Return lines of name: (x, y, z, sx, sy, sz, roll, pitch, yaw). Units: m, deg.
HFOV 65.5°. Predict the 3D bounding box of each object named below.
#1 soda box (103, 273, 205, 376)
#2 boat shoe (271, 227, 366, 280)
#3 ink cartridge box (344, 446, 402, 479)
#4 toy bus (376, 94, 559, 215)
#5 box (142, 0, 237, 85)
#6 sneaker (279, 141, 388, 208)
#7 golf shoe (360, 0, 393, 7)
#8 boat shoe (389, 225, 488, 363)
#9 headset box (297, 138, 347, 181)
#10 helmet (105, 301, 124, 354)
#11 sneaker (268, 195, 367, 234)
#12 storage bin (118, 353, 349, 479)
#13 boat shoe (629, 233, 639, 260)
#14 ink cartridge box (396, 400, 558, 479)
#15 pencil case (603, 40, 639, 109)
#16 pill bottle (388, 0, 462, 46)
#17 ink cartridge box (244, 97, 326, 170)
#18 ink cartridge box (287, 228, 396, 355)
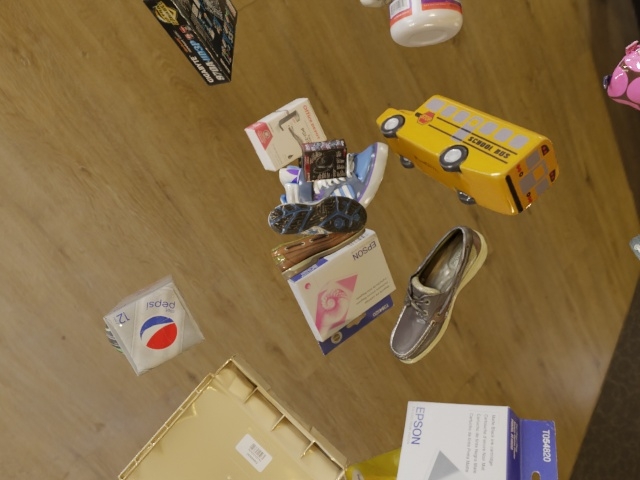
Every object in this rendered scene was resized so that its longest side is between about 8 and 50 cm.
soda box: (-0.248, 0.115, 0.761, 0.098, 0.286, 0.091, -29, 97, -16)
boat shoe: (0.000, 0.000, 1.444, 0.308, 0.111, 0.104, -29, 87, -32)
ink cartridge box: (0.228, 0.512, 0.886, 0.308, 0.303, 0.072, -25, 144, 8)
toy bus: (0.244, -0.168, 0.897, 0.130, 0.332, 0.108, -43, 131, -1)
box: (-0.218, -0.410, 0.872, 0.220, 0.051, 0.175, 49, 38, -64)
sneaker: (0.013, -0.161, 1.319, 0.237, 0.322, 0.130, 18, 50, -12)
golf shoe: (0.107, -0.450, 0.864, 0.086, 0.176, 0.069, -21, 106, -28)
boat shoe: (0.108, 0.051, 0.496, 0.049, 0.056, 0.152, 26, 93, -43)
headset box: (0.003, -0.138, 0.864, 0.084, 0.032, 0.062, -7, 131, -5)
helmet: (-0.453, 0.220, 1.261, 0.170, 0.161, 0.169, 3, 78, -16)
sneaker: (-0.007, -0.051, 1.023, 0.212, 0.081, 0.080, 0, 92, -17)
storage bin: (-0.131, 0.363, 0.804, 0.262, 0.123, 0.260, 41, 90, 10)
boat shoe: (0.662, 0.117, 0.902, 0.116, 0.099, 0.319, 14, 58, -41)
ink cartridge box: (0.224, 0.349, 0.727, 0.045, 0.224, 0.223, 62, 33, -38)
pencil case: (0.528, -0.209, 0.715, 0.095, 0.209, 0.098, -39, 145, -15)
pill bottle: (0.257, -0.677, 1.263, 0.182, 0.182, 0.322, -6, 93, -28)
ink cartridge box: (-0.111, -0.349, 1.641, 0.218, 0.092, 0.158, -36, 116, -18)
ink cartridge box: (0.095, 0.180, 1.647, 0.324, 0.071, 0.329, -33, 115, -20)
